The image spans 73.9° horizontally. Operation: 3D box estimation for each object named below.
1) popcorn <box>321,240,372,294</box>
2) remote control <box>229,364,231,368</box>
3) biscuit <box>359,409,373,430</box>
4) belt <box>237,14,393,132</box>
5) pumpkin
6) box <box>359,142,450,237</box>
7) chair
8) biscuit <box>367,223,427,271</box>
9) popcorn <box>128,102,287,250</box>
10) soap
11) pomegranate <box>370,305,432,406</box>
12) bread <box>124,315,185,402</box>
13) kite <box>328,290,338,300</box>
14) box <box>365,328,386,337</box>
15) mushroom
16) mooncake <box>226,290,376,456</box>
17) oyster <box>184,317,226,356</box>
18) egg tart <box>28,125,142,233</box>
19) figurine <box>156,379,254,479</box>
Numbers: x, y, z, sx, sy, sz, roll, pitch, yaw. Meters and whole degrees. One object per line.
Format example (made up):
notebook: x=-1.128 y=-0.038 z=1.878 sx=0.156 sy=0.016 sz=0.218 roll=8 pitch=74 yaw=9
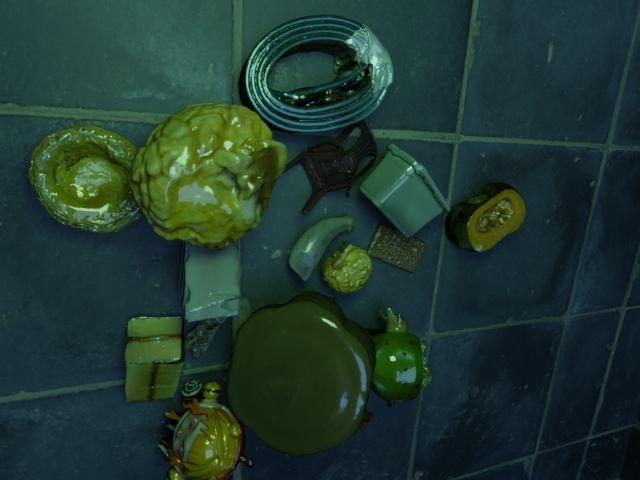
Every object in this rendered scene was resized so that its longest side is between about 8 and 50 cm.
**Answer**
popcorn: x=0.090 y=0.093 z=1.440 sx=0.180 sy=0.180 sz=0.170 roll=-24 pitch=78 yaw=-14
remote control: x=-0.277 y=0.479 z=1.475 sx=0.074 sy=0.032 sz=0.122 roll=-6 pitch=107 yaw=-20
biscuit: x=0.152 y=0.723 z=1.729 sx=0.119 sy=0.019 sz=0.130 roll=-33 pitch=115 yaw=-10
belt: x=-0.014 y=-0.468 z=1.222 sx=0.436 sy=0.173 sz=0.300 roll=-17 pitch=108 yaw=-17
pumpkin: x=0.640 y=-0.076 z=1.628 sx=0.317 sy=0.139 sz=0.222 roll=-33 pitch=112 yaw=-13
box: x=0.271 y=-0.147 z=1.405 sx=0.182 sy=0.175 sz=0.312 roll=-45 pitch=137 yaw=6
chair: x=0.046 y=-0.246 z=1.347 sx=0.176 sy=0.183 sz=0.326 roll=65 pitch=33 yaw=-23
biscuit: x=0.284 y=0.029 z=1.573 sx=0.230 sy=0.025 sz=0.131 roll=22 pitch=97 yaw=-26
popcorn: x=-0.289 y=-0.172 z=1.119 sx=0.389 sy=0.354 sz=0.344 roll=-12 pitch=150 yaw=-12
soap: x=-0.312 y=0.050 z=1.209 sx=0.158 sy=0.258 sz=0.302 roll=2 pitch=104 yaw=-21
pomegranate: x=0.259 y=0.404 z=1.502 sx=0.260 sy=0.260 sz=0.341 roll=1 pitch=73 yaw=-22
bread: x=-0.529 y=0.375 z=1.340 sx=0.167 sy=0.163 sz=0.264 roll=5 pitch=135 yaw=-24
kite: x=0.052 y=0.191 z=1.540 sx=0.044 sy=0.002 sz=0.078 roll=25 pitch=95 yaw=-26
box: x=0.125 y=0.437 z=1.613 sx=0.350 sy=0.058 sz=0.211 roll=6 pitch=101 yaw=-25
mushroom: x=0.000 y=0.000 z=1.410 sx=0.270 sy=0.103 sz=0.118 roll=-46 pitch=116 yaw=-10
mooncake: x=-0.053 y=0.399 z=1.330 sx=0.466 sy=0.262 sz=0.467 roll=0 pitch=90 yaw=7
oyster: x=-0.365 y=0.285 z=1.366 sx=0.106 sy=0.061 sz=0.200 roll=20 pitch=97 yaw=-25
egg tart: x=-0.590 y=-0.158 z=1.113 sx=0.288 sy=0.118 sz=0.288 roll=-6 pitch=106 yaw=-22
figurine: x=-0.355 y=0.605 z=1.312 sx=0.196 sy=0.323 sz=0.320 roll=29 pitch=80 yaw=-41
